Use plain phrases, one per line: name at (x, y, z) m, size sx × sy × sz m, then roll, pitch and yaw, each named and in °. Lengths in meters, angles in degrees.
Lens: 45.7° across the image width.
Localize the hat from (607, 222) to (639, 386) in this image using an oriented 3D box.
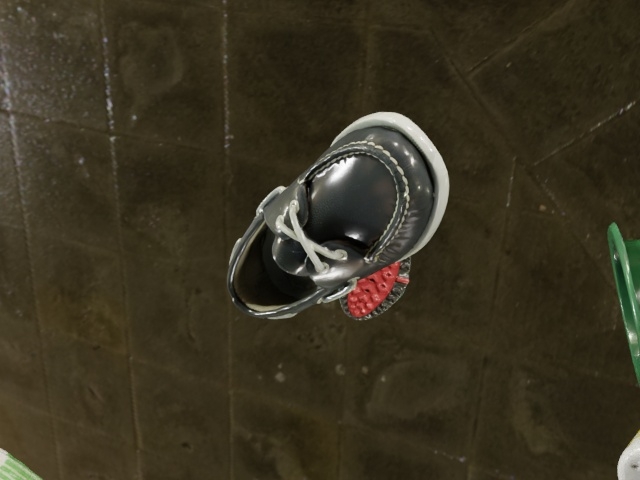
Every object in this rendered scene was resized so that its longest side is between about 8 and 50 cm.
hat at (0.401, 0.043, 0.768) m, size 0.184 × 0.208 × 0.173 m, roll -11°, pitch 149°, yaw 16°

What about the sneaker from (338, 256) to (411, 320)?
sneaker at (0.106, 0.006, 1.231) m, size 0.104 × 0.125 × 0.261 m, roll 21°, pitch 89°, yaw 3°

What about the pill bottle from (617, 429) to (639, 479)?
pill bottle at (0.485, 0.267, 0.996) m, size 0.117 × 0.215 × 0.117 m, roll 21°, pitch 124°, yaw 36°

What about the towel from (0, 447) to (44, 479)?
towel at (-0.429, 0.309, 0.812) m, size 0.038 × 0.247 × 0.324 m, roll -12°, pitch 131°, yaw 31°

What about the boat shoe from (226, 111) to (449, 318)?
boat shoe at (0.000, 0.000, 0.630) m, size 0.114 × 0.091 × 0.302 m, roll 52°, pitch 152°, yaw 8°
